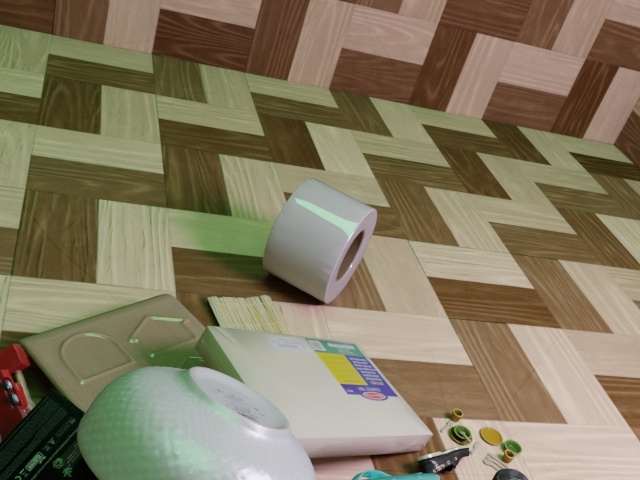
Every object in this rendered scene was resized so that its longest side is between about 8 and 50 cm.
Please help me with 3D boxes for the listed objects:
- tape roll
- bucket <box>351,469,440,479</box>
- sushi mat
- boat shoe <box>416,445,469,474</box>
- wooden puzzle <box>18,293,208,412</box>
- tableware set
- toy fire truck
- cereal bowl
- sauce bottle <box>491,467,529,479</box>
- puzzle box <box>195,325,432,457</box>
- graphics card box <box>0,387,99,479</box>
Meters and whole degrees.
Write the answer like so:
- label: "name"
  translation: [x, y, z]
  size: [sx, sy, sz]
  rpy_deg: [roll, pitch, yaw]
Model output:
- label: "tape roll"
  translation: [0.000, 0.000, 1.796]
  size: [0.169, 0.246, 0.246]
  rpy_deg: [27, 32, 13]
- label: "bucket"
  translation: [0.080, 0.462, 1.096]
  size: [0.183, 0.281, 0.281]
  rpy_deg: [4, 34, -19]
- label: "sushi mat"
  translation: [-0.117, 0.215, 1.608]
  size: [0.151, 0.019, 0.316]
  rpy_deg: [-1, 37, -29]
- label: "boat shoe"
  translation: [0.235, 0.413, 1.468]
  size: [0.133, 0.049, 0.042]
  rpy_deg: [-1, 64, -42]
- label: "wooden puzzle"
  translation: [-0.315, 0.242, 1.405]
  size: [0.348, 0.080, 0.322]
  rpy_deg: [34, 33, 32]
- label: "tableware set"
  translation: [0.325, 0.393, 1.566]
  size: [0.154, 0.024, 0.104]
  rpy_deg: [32, 33, 21]
- label: "toy fire truck"
  translation: [-0.490, 0.259, 1.261]
  size: [0.047, 0.135, 0.192]
  rpy_deg: [-29, 80, -3]
- label: "cereal bowl"
  translation: [-0.143, 0.271, 1.059]
  size: [0.339, 0.141, 0.339]
  rpy_deg: [31, 1, -1]
- label: "sauce bottle"
  translation: [0.277, 0.502, 1.279]
  size: [0.111, 0.111, 0.344]
  rpy_deg: [28, 33, 14]
- label: "puzzle box"
  translation: [-0.003, 0.277, 1.425]
  size: [0.409, 0.052, 0.272]
  rpy_deg: [14, 25, -45]
- label: "graphics card box"
  translation: [-0.302, 0.398, 1.044]
  size: [0.371, 0.094, 0.233]
  rpy_deg: [31, 66, 18]
